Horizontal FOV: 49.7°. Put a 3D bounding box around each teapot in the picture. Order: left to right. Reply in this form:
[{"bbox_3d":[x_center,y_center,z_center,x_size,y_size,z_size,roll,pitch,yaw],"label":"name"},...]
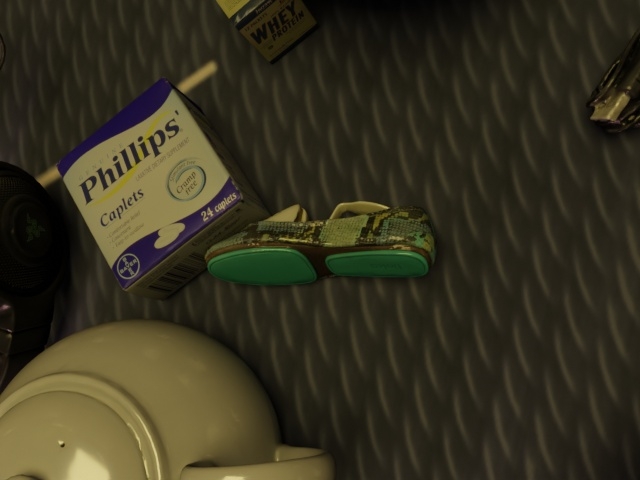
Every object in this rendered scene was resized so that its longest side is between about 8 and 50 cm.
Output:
[{"bbox_3d":[-0.153,0.172,0.502,0.252,0.187,0.256,40,92,17],"label":"teapot"}]

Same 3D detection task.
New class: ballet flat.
[{"bbox_3d":[0.000,0.000,0.560,0.189,0.070,0.070,-1,81,14],"label":"ballet flat"}]

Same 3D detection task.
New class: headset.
[{"bbox_3d":[-0.354,-0.015,0.590,0.244,0.185,0.393,12,96,17],"label":"headset"}]

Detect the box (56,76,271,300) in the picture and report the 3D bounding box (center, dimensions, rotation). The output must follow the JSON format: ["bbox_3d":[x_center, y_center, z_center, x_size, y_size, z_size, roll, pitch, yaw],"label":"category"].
[{"bbox_3d":[-0.134,-0.042,0.589,0.126,0.072,0.137,-37,71,7],"label":"box"}]

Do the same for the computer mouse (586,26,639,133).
[{"bbox_3d":[0.319,-0.118,0.427,0.272,0.072,0.188,36,88,41],"label":"computer mouse"}]

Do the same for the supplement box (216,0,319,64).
[{"bbox_3d":[-0.057,-0.212,0.591,0.056,0.083,0.083,-37,73,10],"label":"supplement box"}]
